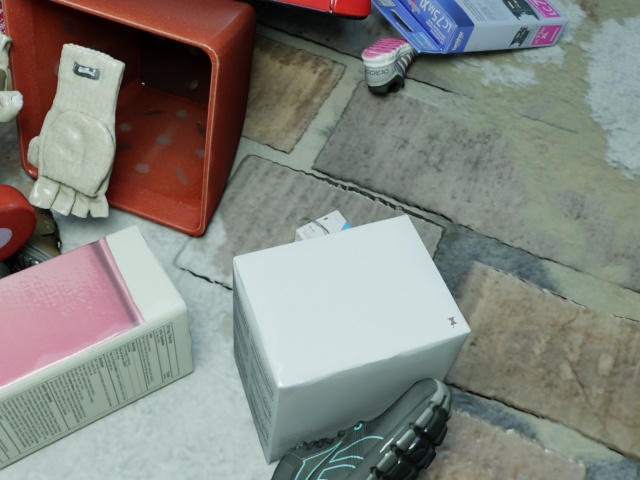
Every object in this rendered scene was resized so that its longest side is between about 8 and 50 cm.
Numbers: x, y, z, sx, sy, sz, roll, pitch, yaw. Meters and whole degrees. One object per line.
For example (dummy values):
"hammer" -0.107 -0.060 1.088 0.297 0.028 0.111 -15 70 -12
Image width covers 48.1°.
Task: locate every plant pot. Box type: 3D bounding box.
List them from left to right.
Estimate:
"plant pot" -0.216 -0.211 0.945 0.267 0.267 0.235 20 41 8

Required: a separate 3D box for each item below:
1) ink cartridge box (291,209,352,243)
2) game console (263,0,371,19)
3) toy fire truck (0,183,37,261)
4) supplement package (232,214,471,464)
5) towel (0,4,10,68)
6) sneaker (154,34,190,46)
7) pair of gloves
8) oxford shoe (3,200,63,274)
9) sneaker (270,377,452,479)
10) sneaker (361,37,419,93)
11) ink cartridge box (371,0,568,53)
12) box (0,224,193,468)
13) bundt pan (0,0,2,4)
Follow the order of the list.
"ink cartridge box" 0.000 0.000 0.942 0.083 0.028 0.048 -27 61 -23
"game console" -0.106 -0.414 1.106 0.342 0.060 0.386 5 25 -8
"toy fire truck" -0.459 -0.007 0.717 0.169 0.302 0.254 47 27 14
"supplement package" 0.018 0.107 0.757 0.194 0.203 0.149 -13 57 -16
"towel" -0.494 -0.372 1.158 0.275 0.031 0.199 29 55 15
"sneaker" -0.281 -0.400 1.160 0.083 0.098 0.223 -32 63 -26
"pair of gloves" -0.347 -0.138 0.838 0.240 0.204 0.042 13 15 6
"oxford shoe" -0.347 -0.002 0.872 0.227 0.082 0.096 32 52 15
"sneaker" 0.017 0.225 0.703 0.267 0.101 0.106 -45 51 -6
"sneaker" 0.113 -0.277 1.143 0.063 0.074 0.170 11 29 23
"ink cartridge box" 0.246 -0.395 1.206 0.311 0.065 0.185 -14 56 -28
"box" -0.267 0.110 0.756 0.232 0.148 0.127 -25 60 -23
"bundt pan" -0.337 -0.429 0.972 0.331 0.124 0.330 -28 26 15
